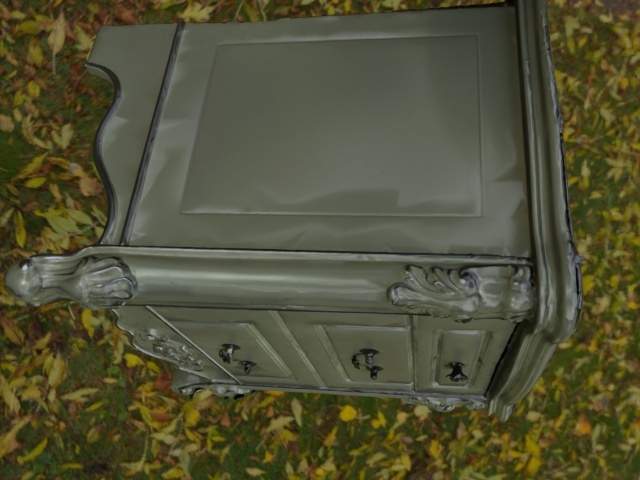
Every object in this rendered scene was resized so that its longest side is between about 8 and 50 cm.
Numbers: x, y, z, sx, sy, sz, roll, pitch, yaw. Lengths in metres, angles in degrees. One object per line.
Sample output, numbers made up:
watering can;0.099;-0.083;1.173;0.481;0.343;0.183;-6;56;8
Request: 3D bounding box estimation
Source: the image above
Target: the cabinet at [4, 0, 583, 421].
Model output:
cabinet;0.000;0.000;0.475;0.317;0.290;0.228;0;65;9
